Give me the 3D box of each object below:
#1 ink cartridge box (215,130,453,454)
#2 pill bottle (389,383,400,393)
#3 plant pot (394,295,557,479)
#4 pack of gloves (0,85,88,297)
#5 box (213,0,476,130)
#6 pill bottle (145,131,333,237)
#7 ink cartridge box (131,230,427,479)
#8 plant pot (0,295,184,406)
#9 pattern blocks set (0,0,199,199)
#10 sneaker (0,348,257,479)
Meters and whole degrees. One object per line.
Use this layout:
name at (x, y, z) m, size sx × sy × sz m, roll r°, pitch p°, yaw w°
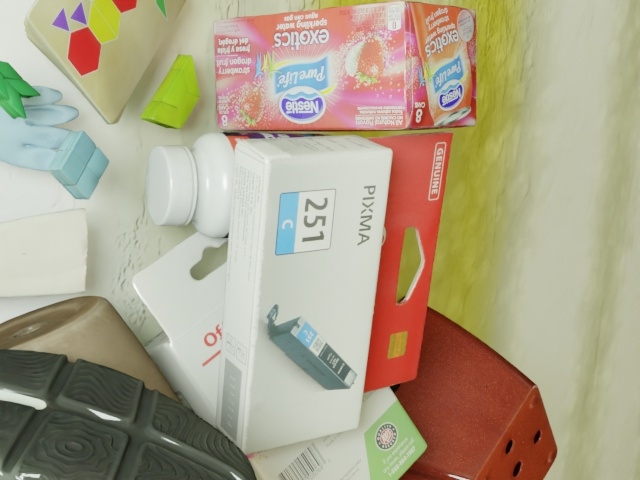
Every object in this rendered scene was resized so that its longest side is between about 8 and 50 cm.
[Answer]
ink cartridge box at (0.031, 0.044, 0.989) m, size 0.261 × 0.066 × 0.296 m, roll -7°, pitch 113°, yaw -33°
pill bottle at (0.004, 0.223, 1.277) m, size 0.219 × 0.123 × 0.122 m, roll -40°, pitch 131°, yaw -35°
plant pot at (0.182, 0.283, 1.428) m, size 0.267 × 0.236 × 0.267 m, roll -51°, pitch 137°, yaw -27°
pack of gloves at (-0.316, -0.039, 0.867) m, size 0.232 × 0.046 × 0.195 m, roll -7°, pitch 109°, yaw -39°
box at (0.022, -0.174, 1.038) m, size 0.128 × 0.257 × 0.122 m, roll -9°, pitch 101°, yaw -49°
pill bottle at (-0.074, -0.057, 1.024) m, size 0.194 × 0.108 × 0.108 m, roll -3°, pitch 106°, yaw -28°
ink cartridge box at (-0.065, 0.151, 1.102) m, size 0.207 × 0.119 × 0.353 m, roll -37°, pitch 98°, yaw -37°
plant pot at (-0.224, 0.180, 0.915) m, size 0.263 × 0.263 × 0.229 m, roll -30°, pitch 106°, yaw -42°
pattern blocks set at (-0.191, -0.214, 0.911) m, size 0.324 × 0.026 × 0.285 m, roll -61°, pitch 142°, yaw -35°
sneaker at (-0.282, 0.223, 0.759) m, size 0.169 × 0.448 × 0.257 m, roll -85°, pitch -171°, yaw -70°
